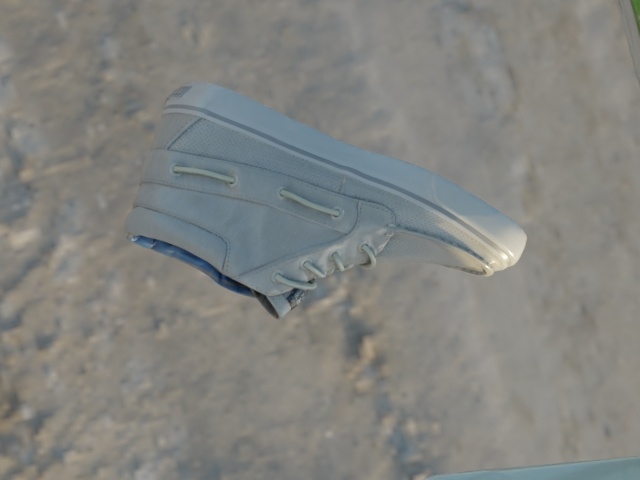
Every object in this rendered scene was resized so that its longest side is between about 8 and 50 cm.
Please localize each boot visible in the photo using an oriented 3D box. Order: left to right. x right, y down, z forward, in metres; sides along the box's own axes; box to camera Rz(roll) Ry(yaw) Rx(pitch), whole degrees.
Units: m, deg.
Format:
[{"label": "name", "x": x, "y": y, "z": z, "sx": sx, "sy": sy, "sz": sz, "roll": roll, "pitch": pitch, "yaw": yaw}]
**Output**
[{"label": "boot", "x": 0.000, "y": 0.000, "z": 1.257, "sx": 0.095, "sy": 0.258, "sz": 0.123, "roll": 125, "pitch": -13, "yaw": -75}]

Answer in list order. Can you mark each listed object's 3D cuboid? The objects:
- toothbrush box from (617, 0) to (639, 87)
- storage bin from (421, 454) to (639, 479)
[{"label": "toothbrush box", "x": 0.275, "y": -0.110, "z": 0.816, "sx": 0.122, "sy": 0.283, "sz": 0.206, "roll": 54, "pitch": 24, "yaw": -71}, {"label": "storage bin", "x": 0.034, "y": 0.147, "z": 0.487, "sx": 0.260, "sy": 0.262, "sz": 0.123, "roll": 2, "pitch": 67, "yaw": -41}]
